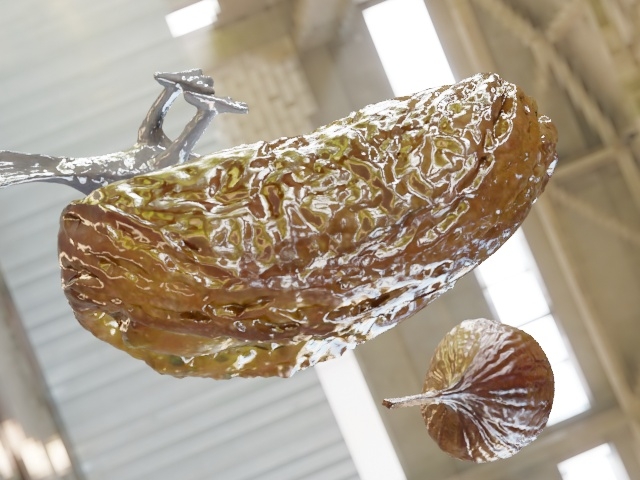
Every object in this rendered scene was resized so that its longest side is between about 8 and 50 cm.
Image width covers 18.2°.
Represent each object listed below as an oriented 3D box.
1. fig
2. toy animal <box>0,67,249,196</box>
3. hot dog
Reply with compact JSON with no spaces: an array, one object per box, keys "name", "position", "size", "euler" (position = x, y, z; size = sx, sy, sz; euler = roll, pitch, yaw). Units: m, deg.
[{"name":"fig","position":[0.146,0.144,1.967],"size":[0.201,0.134,0.146],"euler":[20,74,-62]},{"name":"toy animal","position":[-0.161,-0.073,1.931],"size":[0.367,0.206,0.081],"euler":[23,21,-43]},{"name":"hot dog","position":[0.000,0.000,1.495],"size":[0.267,0.388,0.174],"euler":[126,-54,-80]}]
